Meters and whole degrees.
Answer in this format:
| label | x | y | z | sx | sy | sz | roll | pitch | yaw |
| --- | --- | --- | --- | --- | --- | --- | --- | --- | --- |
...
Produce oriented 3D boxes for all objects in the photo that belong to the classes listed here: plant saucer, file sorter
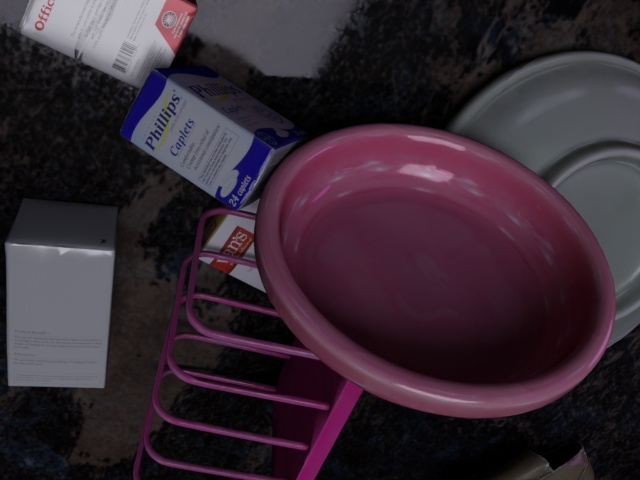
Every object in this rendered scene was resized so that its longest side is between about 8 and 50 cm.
| label | x | y | z | sx | sy | sz | roll | pitch | yaw |
| --- | --- | --- | --- | --- | --- | --- | --- | --- | --- |
| plant saucer | 0.302 | -0.013 | 0.861 | 0.401 | 0.100 | 0.400 | -5 | 109 | -14 |
| file sorter | -0.082 | 0.136 | 0.799 | 0.182 | 0.202 | 0.290 | 13 | 127 | -12 |
| plant saucer | 0.100 | 0.025 | 0.687 | 0.332 | 0.332 | 0.084 | 3 | 138 | -14 |

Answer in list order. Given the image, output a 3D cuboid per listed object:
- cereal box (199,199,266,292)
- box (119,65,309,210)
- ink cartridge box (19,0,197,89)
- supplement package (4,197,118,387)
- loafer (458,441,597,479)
| label | x | y | z | sx | sy | sz | roll | pitch | yaw |
| --- | --- | --- | --- | --- | --- | --- | --- | --- | --- |
| cereal box | 0.000 | 0.000 | 0.868 | 0.240 | 0.047 | 0.173 | 28 | 111 | -25 |
| box | -0.098 | -0.104 | 0.719 | 0.137 | 0.126 | 0.072 | 33 | 109 | 5 |
| ink cartridge box | -0.200 | -0.216 | 0.702 | 0.135 | 0.056 | 0.099 | 24 | 110 | -23 |
| supplement package | -0.280 | 0.058 | 0.806 | 0.105 | 0.105 | 0.179 | 5 | 117 | -14 |
| loafer | 0.302 | 0.356 | 1.119 | 0.251 | 0.094 | 0.087 | -6 | 95 | -20 |
